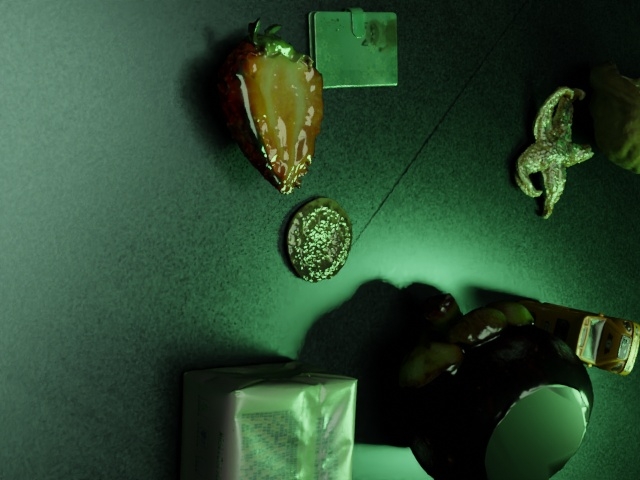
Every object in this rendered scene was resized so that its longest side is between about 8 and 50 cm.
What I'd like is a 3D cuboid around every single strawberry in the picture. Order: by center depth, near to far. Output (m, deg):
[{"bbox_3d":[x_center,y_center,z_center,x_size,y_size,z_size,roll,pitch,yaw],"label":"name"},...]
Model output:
[{"bbox_3d":[-0.064,-0.162,1.051,0.140,0.085,0.192,-51,127,-27],"label":"strawberry"}]

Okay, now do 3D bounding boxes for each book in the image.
[{"bbox_3d":[0.045,-0.252,1.155,0.135,0.017,0.103,-9,103,-34],"label":"book"}]

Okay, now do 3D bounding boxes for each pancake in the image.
[{"bbox_3d":[0.001,0.000,1.165,0.115,0.011,0.114,-6,100,-34],"label":"pancake"}]

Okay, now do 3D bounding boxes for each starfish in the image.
[{"bbox_3d":[0.363,-0.137,1.388,0.150,0.053,0.209,-6,105,-22],"label":"starfish"}]

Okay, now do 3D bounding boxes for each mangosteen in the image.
[{"bbox_3d":[0.232,0.211,1.225,0.288,0.233,0.287,-5,110,-14],"label":"mangosteen"}]

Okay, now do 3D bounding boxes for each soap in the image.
[{"bbox_3d":[-0.066,0.255,1.078,0.182,0.138,0.199,-1,97,-36],"label":"soap"}]

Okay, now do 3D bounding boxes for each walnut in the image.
[{"bbox_3d":[0.515,-0.172,1.398,0.238,0.204,0.141,19,118,-28],"label":"walnut"}]

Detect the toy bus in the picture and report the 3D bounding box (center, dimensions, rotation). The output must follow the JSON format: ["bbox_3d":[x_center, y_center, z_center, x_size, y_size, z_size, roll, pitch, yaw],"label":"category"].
[{"bbox_3d":[0.384,0.143,1.344,0.088,0.194,0.083,15,87,-33],"label":"toy bus"}]
